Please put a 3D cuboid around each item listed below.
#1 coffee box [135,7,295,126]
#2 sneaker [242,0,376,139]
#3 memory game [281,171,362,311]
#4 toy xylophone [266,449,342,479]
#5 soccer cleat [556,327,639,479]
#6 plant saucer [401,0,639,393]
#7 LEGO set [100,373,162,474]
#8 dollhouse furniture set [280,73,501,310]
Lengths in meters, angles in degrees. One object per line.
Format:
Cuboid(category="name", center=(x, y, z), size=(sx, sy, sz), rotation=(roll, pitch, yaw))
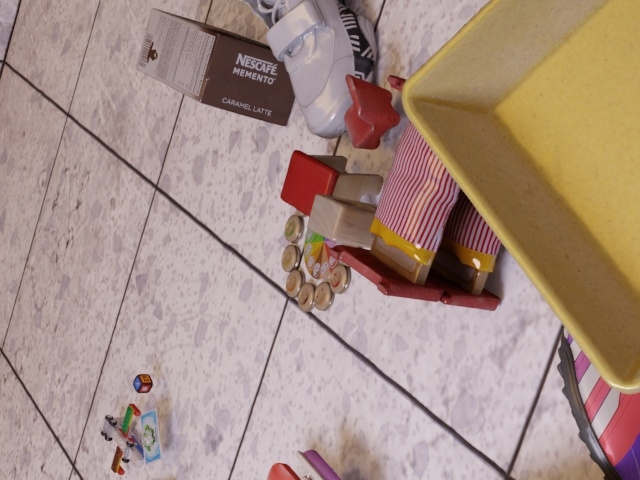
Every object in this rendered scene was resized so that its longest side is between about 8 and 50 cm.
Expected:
Cuboid(category="coffee box", center=(-0.145, -0.246, 1.830), size=(0.246, 0.141, 0.098), rotation=(32, 107, 56))
Cuboid(category="sneaker", center=(-0.058, -0.300, 1.636), size=(0.137, 0.210, 0.365), rotation=(-39, 49, 47))
Cuboid(category="memory game", center=(0.000, 0.000, 1.635), size=(0.186, 0.012, 0.186), rotation=(-26, 59, 53))
Cuboid(category="toy xylophone", center=(-0.018, 0.406, 1.448), size=(0.236, 0.081, 0.322), rotation=(26, 97, 57))
Cuboid(category="soccer cleat", center=(0.269, 0.055, 1.096), size=(0.116, 0.109, 0.318), rotation=(-25, 58, 43))
Cuboid(category="plant saucer", center=(0.277, -0.103, 1.025), size=(0.333, 0.081, 0.333), rotation=(-44, 63, 20))
Cuboid(category="LEGO set", center=(-0.264, 0.329, 1.946), size=(0.182, 0.060, 0.244), rotation=(-28, 66, 48))
Cuboid(category="dollhouse furniture set", center=(0.064, -0.082, 1.407), size=(0.374, 0.152, 0.201), rotation=(32, 108, 55))
